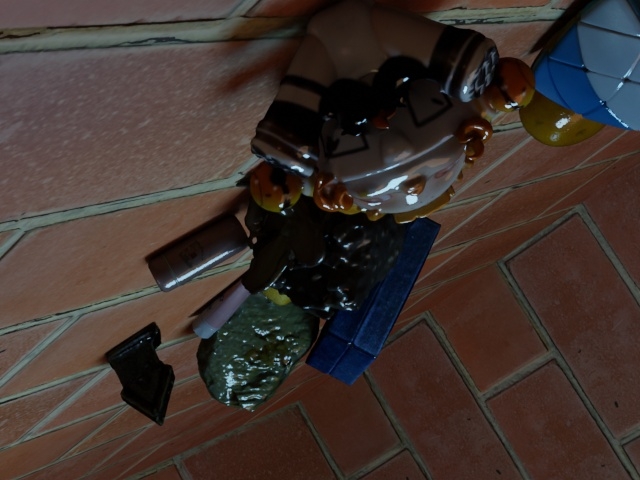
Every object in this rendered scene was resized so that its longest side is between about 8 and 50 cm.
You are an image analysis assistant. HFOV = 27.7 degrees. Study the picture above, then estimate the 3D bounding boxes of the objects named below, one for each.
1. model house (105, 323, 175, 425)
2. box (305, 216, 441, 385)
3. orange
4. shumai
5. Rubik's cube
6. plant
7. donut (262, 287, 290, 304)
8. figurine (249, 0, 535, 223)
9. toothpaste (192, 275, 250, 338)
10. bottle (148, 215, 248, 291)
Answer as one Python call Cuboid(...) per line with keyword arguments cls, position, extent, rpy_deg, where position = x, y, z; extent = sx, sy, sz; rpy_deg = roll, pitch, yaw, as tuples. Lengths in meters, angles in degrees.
Cuboid(cls="model house", position=(-0.292, 0.242, 2.210), extent=(0.106, 0.152, 0.165), rpy_deg=(-24, 167, -5))
Cuboid(cls="box", position=(0.093, 0.102, 2.363), extent=(0.279, 0.116, 0.261), rpy_deg=(-62, -179, -19))
Cuboid(cls="orange", position=(0.386, -0.220, 2.033), extent=(0.156, 0.124, 0.156), rpy_deg=(-17, 154, -8))
Cuboid(cls="shumai", position=(-0.132, 0.183, 2.408), extent=(0.256, 0.189, 0.218), rpy_deg=(-47, -170, -11))
Cuboid(cls="Rubik's cube", position=(0.468, -0.255, 1.842), extent=(0.254, 0.254, 0.254), rpy_deg=(-30, 169, -6))
Cuboid(cls="plant", position=(0.000, 0.000, 1.767), extent=(0.234, 0.178, 0.204), rpy_deg=(-27, 126, -51))
Cuboid(cls="donut", position=(-0.043, 0.054, 2.225), extent=(0.152, 0.058, 0.152), rpy_deg=(-41, 171, -8))
Cuboid(cls="figurine", position=(0.067, -0.133, 1.387), extent=(0.320, 0.196, 0.323), rpy_deg=(-21, 164, 3))
Cuboid(cls="toothpaste", position=(-0.148, 0.097, 2.239), extent=(0.194, 0.043, 0.067), rpy_deg=(-44, 166, 24))
Cuboid(cls="bottle", position=(-0.168, 0.018, 1.787), extent=(0.140, 0.053, 0.053), rpy_deg=(-30, 169, -6))
